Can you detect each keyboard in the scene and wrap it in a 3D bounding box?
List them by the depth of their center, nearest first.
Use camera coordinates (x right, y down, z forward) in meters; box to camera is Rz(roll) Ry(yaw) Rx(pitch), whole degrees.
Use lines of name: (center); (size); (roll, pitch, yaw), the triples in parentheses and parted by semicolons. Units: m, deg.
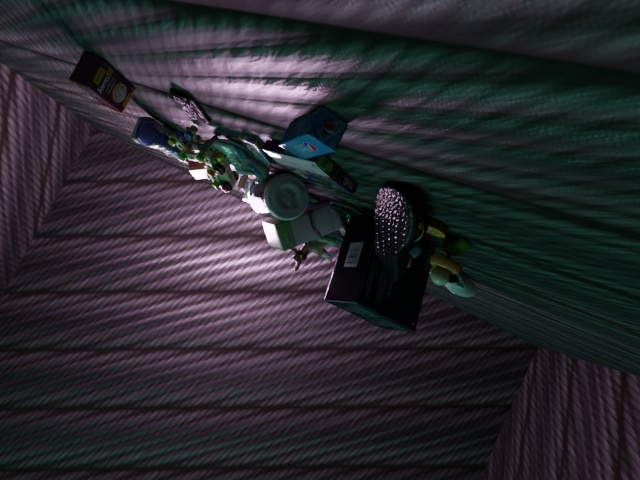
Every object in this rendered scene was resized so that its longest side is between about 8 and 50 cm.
keyboard: (-0.414, -0.417, 1.399); (0.108, 0.023, 0.180); (26, 174, 6)

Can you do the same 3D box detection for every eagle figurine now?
eagle figurine: (0.007, 0.006, 2.100); (0.225, 0.298, 0.227); (34, -154, -46)

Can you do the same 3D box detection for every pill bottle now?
pill bottle: (-0.183, -0.177, 1.784); (0.176, 0.177, 0.318); (29, 174, -25)

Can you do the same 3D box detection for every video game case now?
video game case: (-0.031, -0.219, 1.347); (0.232, 0.042, 0.210); (22, 173, 41)

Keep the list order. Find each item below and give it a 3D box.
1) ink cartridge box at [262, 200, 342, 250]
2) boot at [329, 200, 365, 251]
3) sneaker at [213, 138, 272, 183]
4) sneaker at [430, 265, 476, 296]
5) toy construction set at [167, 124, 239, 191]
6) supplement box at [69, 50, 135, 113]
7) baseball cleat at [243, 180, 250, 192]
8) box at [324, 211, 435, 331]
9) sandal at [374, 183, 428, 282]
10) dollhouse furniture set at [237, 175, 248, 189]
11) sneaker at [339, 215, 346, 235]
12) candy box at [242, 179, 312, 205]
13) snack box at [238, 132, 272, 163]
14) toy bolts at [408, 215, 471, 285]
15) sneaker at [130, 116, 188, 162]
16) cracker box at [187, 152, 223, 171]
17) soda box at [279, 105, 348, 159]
ink cartridge box: (-0.075, -0.064, 1.839); (0.198, 0.272, 0.115); (16, 124, 67)
boot: (0.109, -0.034, 1.738); (0.236, 0.179, 0.085); (28, 175, -25)
sneaker: (-0.292, -0.293, 1.643); (0.228, 0.092, 0.087); (29, 176, -15)
sneaker: (0.589, 0.180, 1.973); (0.257, 0.094, 0.091); (28, 179, -14)
toy construction set: (-0.434, -0.301, 1.762); (0.214, 0.151, 0.328); (19, 166, 17)
supplement box: (-0.701, -0.507, 1.458); (0.080, 0.104, 0.188); (25, 175, 11)
baseball cleat: (-0.363, -0.265, 2.430); (0.205, 0.072, 0.109); (36, 177, -42)
box: (0.224, 0.119, 1.642); (0.312, 0.344, 0.178); (30, 160, -32)
sandal: (0.235, -0.031, 1.312); (0.168, 0.106, 0.446); (59, 168, 26)
dollhouse furniture set: (-0.344, -0.281, 1.894); (0.090, 0.115, 0.081); (15, -169, -31)
sneaker: (0.154, -0.047, 1.924); (0.252, 0.103, 0.111); (39, 173, -38)
candy box: (-0.204, -0.179, 2.194); (0.268, 0.122, 0.317); (27, 174, -28)
snack box: (-0.215, -0.306, 1.509); (0.064, 0.022, 0.178); (24, 174, 14)
toy bolts: (0.319, 0.029, 1.428); (0.218, 0.159, 0.228); (30, 174, -37)
sneaker: (-0.653, -0.434, 1.976); (0.182, 0.128, 0.315); (21, 180, 21)
cracker box: (-0.507, -0.334, 2.044); (0.155, 0.067, 0.232); (-8, 179, -8)
soda box: (-0.021, -0.233, 1.002); (0.071, 0.067, 0.210); (28, 175, -21)
